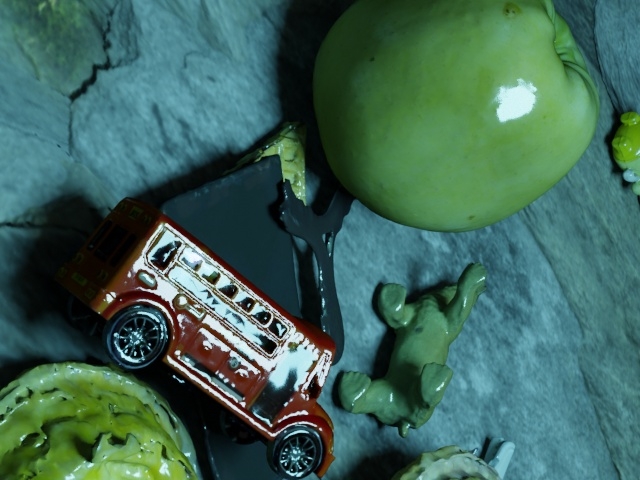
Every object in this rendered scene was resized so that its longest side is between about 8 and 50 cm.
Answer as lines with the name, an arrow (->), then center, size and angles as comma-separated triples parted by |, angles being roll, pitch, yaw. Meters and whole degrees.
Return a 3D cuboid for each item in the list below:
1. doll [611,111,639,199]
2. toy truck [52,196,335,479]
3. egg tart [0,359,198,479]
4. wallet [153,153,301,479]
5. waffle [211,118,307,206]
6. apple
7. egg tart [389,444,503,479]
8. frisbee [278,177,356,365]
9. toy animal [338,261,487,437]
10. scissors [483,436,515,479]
doll -> 0.427, -0.096, 1.757 | 0.162, 0.062, 0.106 | 46, 59, -39
toy truck -> -0.077, 0.080, 1.045 | 0.252, 0.107, 0.114 | 40, 81, -29
egg tart -> -0.174, 0.215, 0.974 | 0.291, 0.107, 0.291 | 4, 85, -51
wallet -> -0.064, 0.080, 1.156 | 0.146, 0.030, 0.285 | -29, 117, -46
waffle -> -0.066, -0.065, 1.183 | 0.152, 0.023, 0.097 | 3, 84, -50
apple -> 0.123, -0.134, 1.242 | 0.262, 0.262, 0.262 | 3, 86, -51
egg tart -> 0.150, 0.365, 1.250 | 0.352, 0.150, 0.352 | 12, 75, -54
frisbee -> 0.000, 0.000, 1.221 | 0.187, 0.012, 0.211 | 38, 56, -63
toy animal -> 0.104, 0.103, 1.345 | 0.101, 0.103, 0.219 | 69, 37, -50
scissors -> 0.155, 0.317, 1.429 | 0.118, 0.030, 0.242 | 50, 55, -38
